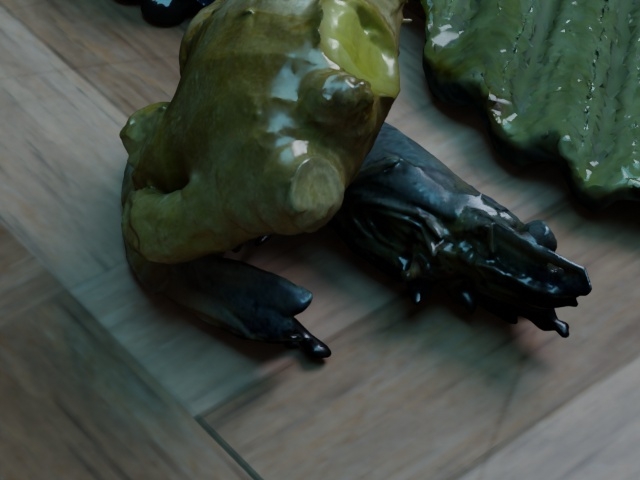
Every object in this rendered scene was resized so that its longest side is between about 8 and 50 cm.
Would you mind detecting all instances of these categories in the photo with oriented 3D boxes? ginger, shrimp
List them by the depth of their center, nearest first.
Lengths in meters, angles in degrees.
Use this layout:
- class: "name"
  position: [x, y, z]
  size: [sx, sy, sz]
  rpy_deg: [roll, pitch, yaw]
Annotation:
- class: "ginger"
  position: [-0.022, -0.082, 0.865]
  size: [0.102, 0.157, 0.216]
  rpy_deg: [40, 47, -29]
- class: "shrimp"
  position: [-0.001, -0.006, 0.895]
  size: [0.289, 0.075, 0.178]
  rpy_deg: [37, 60, 26]

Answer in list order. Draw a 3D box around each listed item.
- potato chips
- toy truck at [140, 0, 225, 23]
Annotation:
- class: "potato chips"
  position: [0.220, -0.166, 1.082]
  size: [0.358, 0.070, 0.429]
  rpy_deg: [13, 45, 4]
- class: "toy truck"
  position: [-0.109, -0.211, 1.086]
  size: [0.201, 0.074, 0.088]
  rpy_deg: [35, 46, 26]
